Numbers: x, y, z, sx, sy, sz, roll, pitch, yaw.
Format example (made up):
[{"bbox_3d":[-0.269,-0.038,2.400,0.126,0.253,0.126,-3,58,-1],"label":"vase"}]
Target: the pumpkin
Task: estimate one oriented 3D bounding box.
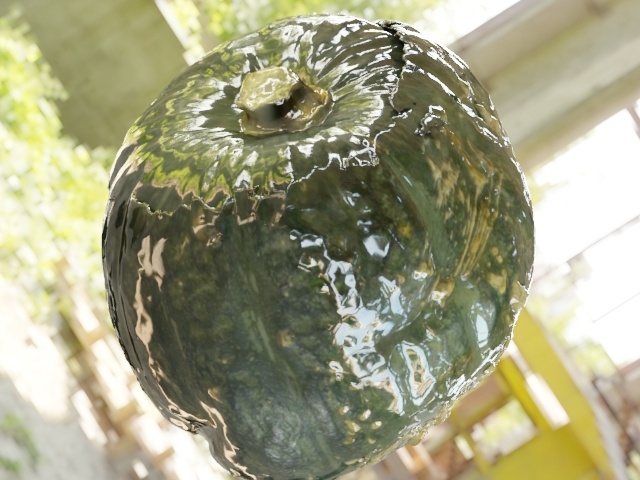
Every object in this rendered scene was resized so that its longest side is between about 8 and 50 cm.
[{"bbox_3d":[0.000,0.000,1.153,0.327,0.292,0.257,-118,-172,-56],"label":"pumpkin"}]
